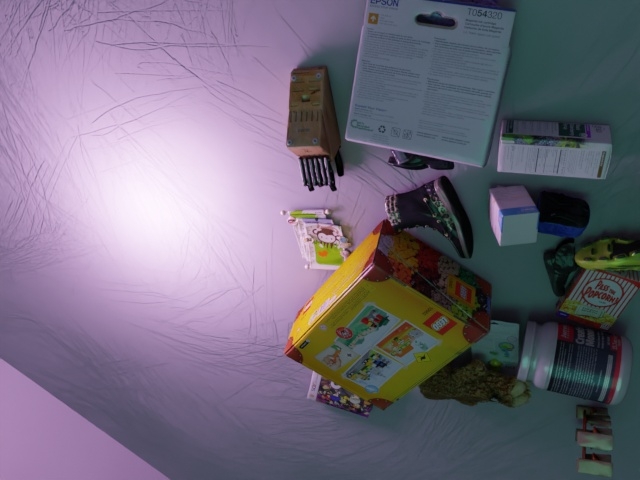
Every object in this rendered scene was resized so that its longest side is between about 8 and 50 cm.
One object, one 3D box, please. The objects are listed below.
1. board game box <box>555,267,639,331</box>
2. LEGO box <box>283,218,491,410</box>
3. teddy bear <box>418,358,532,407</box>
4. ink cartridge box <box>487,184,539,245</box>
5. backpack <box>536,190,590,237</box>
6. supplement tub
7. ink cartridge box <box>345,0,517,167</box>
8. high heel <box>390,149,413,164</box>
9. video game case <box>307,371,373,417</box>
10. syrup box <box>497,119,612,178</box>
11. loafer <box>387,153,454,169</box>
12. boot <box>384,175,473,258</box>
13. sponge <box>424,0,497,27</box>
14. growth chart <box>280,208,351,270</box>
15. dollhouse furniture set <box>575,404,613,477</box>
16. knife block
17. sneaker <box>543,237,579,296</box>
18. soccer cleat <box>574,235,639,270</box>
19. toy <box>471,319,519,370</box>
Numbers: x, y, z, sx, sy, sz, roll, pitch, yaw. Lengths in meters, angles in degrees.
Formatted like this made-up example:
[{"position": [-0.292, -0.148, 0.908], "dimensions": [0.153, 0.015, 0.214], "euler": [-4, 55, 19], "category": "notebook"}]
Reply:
[{"position": [0.731, 0.142, 1.726], "dimensions": [0.147, 0.045, 0.193], "euler": [17, 131, 5], "category": "board game box"}, {"position": [0.184, 0.232, 1.884], "dimensions": [0.372, 0.193, 0.500], "euler": [32, 131, -11], "category": "LEGO box"}, {"position": [0.475, 0.435, 1.999], "dimensions": [0.338, 0.113, 0.245], "euler": [-8, 148, 37], "category": "teddy bear"}, {"position": [0.466, -0.068, 1.598], "dimensions": [0.090, 0.143, 0.092], "euler": [-6, 127, 2], "category": "ink cartridge box"}, {"position": [0.586, -0.059, 1.587], "dimensions": [0.120, 0.098, 0.101], "euler": [9, 159, 13], "category": "backpack"}, {"position": [0.690, 0.329, 1.788], "dimensions": [0.272, 0.191, 0.191], "euler": [11, 130, 16], "category": "supplement tub"}, {"position": [0.236, -0.353, 1.429], "dimensions": [0.324, 0.071, 0.330], "euler": [15, 109, 18], "category": "ink cartridge box"}, {"position": [0.240, -0.312, 1.518], "dimensions": [0.261, 0.093, 0.186], "euler": [-27, 101, 27], "category": "high heel"}, {"position": [0.079, 0.505, 2.249], "dimensions": [0.232, 0.042, 0.210], "euler": [17, 132, 6], "category": "video game case"}, {"position": [0.528, -0.209, 1.484], "dimensions": [0.237, 0.093, 0.096], "euler": [6, 128, 15], "category": "syrup box"}, {"position": [0.249, -0.207, 1.618], "dimensions": [0.170, 0.062, 0.061], "euler": [3, 91, 24], "category": "loafer"}, {"position": [0.287, -0.045, 1.709], "dimensions": [0.178, 0.085, 0.236], "euler": [-14, 115, 31], "category": "boot"}, {"position": [0.255, -0.519, 1.372], "dimensions": [0.210, 0.031, 0.117], "euler": [36, 130, -11], "category": "sponge"}, {"position": [0.000, 0.000, 1.887], "dimensions": [0.172, 0.021, 0.237], "euler": [-5, 126, 22], "category": "growth chart"}, {"position": [0.771, 0.524, 1.904], "dimensions": [0.135, 0.262, 0.259], "euler": [2, 94, 20], "category": "dollhouse furniture set"}, {"position": [-0.002, -0.266, 1.646], "dimensions": [0.088, 0.242, 0.275], "euler": [0, 82, 18], "category": "knife block"}, {"position": [0.637, 0.073, 1.699], "dimensions": [0.089, 0.051, 0.170], "euler": [-12, 118, 31], "category": "sneaker"}, {"position": [0.776, 0.044, 1.591], "dimensions": [0.289, 0.093, 0.121], "euler": [-11, 130, 20], "category": "soccer cleat"}, {"position": [0.512, 0.293, 1.916], "dimensions": [0.137, 0.056, 0.237], "euler": [4, 134, 20], "category": "toy"}]
